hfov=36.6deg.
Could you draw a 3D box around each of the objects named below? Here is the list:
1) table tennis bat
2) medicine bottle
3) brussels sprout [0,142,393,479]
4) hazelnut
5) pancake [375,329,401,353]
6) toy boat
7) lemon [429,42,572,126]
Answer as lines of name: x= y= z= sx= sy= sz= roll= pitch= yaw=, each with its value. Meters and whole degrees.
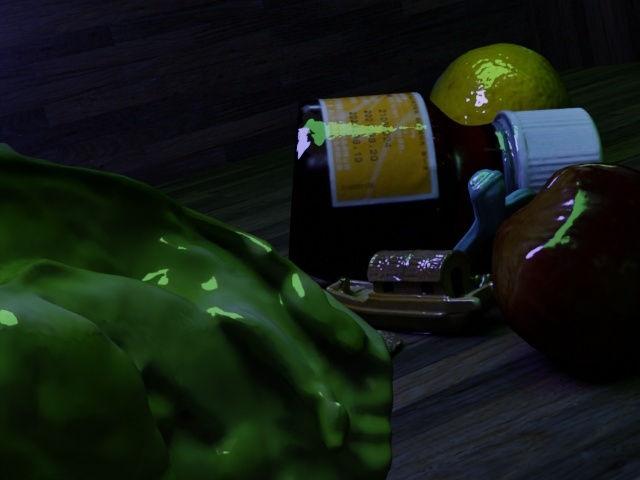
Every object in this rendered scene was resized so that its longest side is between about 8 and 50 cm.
table tennis bat: x=0.186 y=-0.013 z=1.056 sx=0.149 sy=0.038 sz=0.237 roll=-40 pitch=-24 yaw=-7
medicine bottle: x=0.154 y=-0.068 z=1.249 sx=0.394 sy=0.243 sz=0.242 roll=0 pitch=11 yaw=-5
brussels sprout: x=-0.150 y=0.094 z=0.571 sx=0.371 sy=0.276 sz=0.315 roll=20 pitch=-28 yaw=-17
hazelnut: x=0.240 y=0.028 z=0.861 sx=0.177 sy=0.178 sz=0.204 roll=-8 pitch=18 yaw=25
pancake: x=0.033 y=0.114 z=1.019 sx=0.114 sy=0.011 sz=0.115 roll=-13 pitch=12 yaw=3
toy boat: x=0.096 y=0.052 z=1.054 sx=0.068 sy=0.088 sz=0.226 roll=-25 pitch=17 yaw=-41
lemon: x=0.307 y=-0.214 z=1.661 sx=0.267 sy=0.268 sz=0.267 roll=-13 pitch=12 yaw=3
